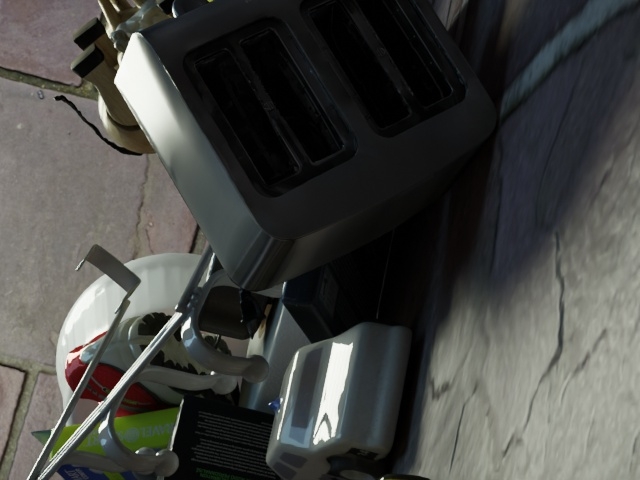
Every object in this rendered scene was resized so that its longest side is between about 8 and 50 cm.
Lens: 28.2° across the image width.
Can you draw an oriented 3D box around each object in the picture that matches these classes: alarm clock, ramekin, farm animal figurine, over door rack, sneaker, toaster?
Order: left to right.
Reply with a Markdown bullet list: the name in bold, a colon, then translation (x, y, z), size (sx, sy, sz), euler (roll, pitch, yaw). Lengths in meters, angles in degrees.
- **sneaker**: translation (-0.155, 0.143, 1.236), size (0.279, 0.118, 0.107), euler (50, -155, -58)
- **ramekin**: translation (-0.167, 0.166, 1.464), size (0.135, 0.277, 0.277), euler (-111, 35, -68)
- **over door rack**: translation (-0.106, 0.056, 0.964), size (0.239, 0.108, 0.324), euler (-47, 24, 29)
- **farm animal figurine**: translation (-0.086, -0.172, 1.190), size (0.326, 0.172, 0.330), euler (-24, 33, 24)
- **alarm clock**: translation (-0.072, 0.035, 1.123), size (0.129, 0.064, 0.192), euler (-83, 11, -51)
- **toaster**: translation (-0.008, -0.070, 0.745), size (0.186, 0.168, 0.110), euler (59, 161, 9)

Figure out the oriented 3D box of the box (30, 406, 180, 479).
- **box**: translation (-0.166, 0.201, 1.179), size (0.109, 0.178, 0.042), euler (66, -163, -53)

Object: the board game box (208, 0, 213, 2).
- **board game box**: translation (-0.043, -0.219, 1.378), size (0.144, 0.142, 0.275), euler (6, -71, -60)

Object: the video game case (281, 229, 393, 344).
- **video game case**: translation (0.031, -0.054, 0.909), size (0.196, 0.026, 0.274), euler (62, -143, -66)

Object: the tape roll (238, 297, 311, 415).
- **tape roll**: translation (0.000, 0.000, 1.193), size (0.392, 0.072, 0.392), euler (-165, 90, -84)

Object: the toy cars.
- **toy cars**: translation (0.000, 0.143, 0.732), size (0.394, 0.087, 0.176), euler (-95, 20, -74)

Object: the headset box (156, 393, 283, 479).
- **headset box**: translation (-0.097, 0.316, 1.048), size (0.246, 0.131, 0.283), euler (112, 171, -52)
